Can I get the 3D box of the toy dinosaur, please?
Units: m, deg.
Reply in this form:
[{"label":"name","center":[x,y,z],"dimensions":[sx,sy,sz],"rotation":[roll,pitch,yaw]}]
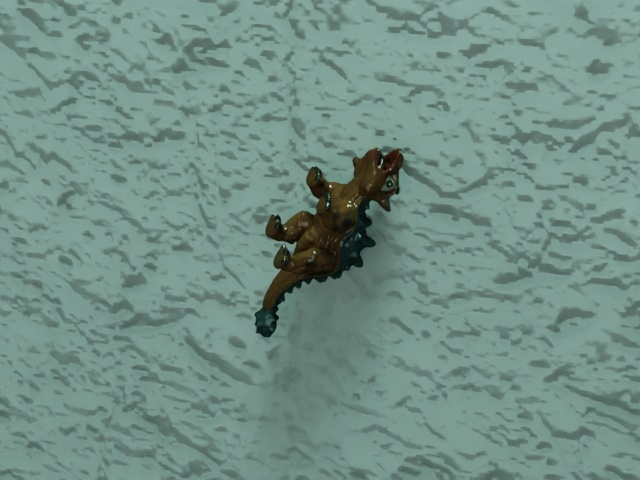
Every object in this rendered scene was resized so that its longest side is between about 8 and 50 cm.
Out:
[{"label":"toy dinosaur","center":[0.000,0.000,0.878],"dimensions":[0.055,0.049,0.154],"rotation":[20,121,-30]}]
